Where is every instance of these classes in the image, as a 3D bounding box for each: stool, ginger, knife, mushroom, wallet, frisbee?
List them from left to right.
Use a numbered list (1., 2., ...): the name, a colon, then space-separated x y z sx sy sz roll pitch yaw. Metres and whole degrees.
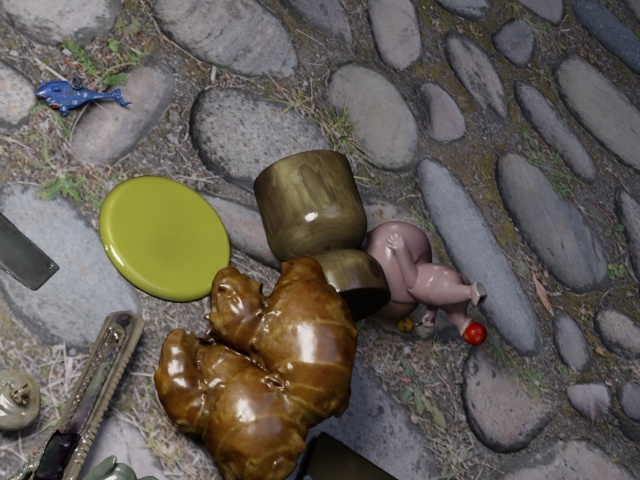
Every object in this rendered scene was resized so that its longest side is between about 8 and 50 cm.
1. knife: -0.492 -0.025 1.475 0.245 0.019 0.072 44 46 -8
2. mushroom: -0.408 0.207 1.341 0.085 0.079 0.085 16 52 -22
3. knife: -0.334 0.228 1.397 0.089 0.043 0.365 14 47 7
4. frisbee: -0.250 -0.007 1.651 0.236 0.017 0.236 20 52 -27
5. ginger: -0.083 0.182 1.513 0.274 0.152 0.357 35 76 13
6. stool: 0.000 0.000 1.724 0.179 0.179 0.264 2 62 -37
7. wallet: 0.057 0.396 1.610 0.198 0.031 0.110 35 46 -14

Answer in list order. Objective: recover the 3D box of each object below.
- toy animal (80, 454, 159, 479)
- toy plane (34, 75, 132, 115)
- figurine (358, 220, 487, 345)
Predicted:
1. toy animal: -0.235 0.382 1.360 0.236 0.138 0.108 45 23 -41
2. toy plane: -0.395 -0.238 1.675 0.167 0.054 0.062 -6 91 -39
3. figurine: 0.168 0.082 1.791 0.287 0.186 0.176 30 12 27
